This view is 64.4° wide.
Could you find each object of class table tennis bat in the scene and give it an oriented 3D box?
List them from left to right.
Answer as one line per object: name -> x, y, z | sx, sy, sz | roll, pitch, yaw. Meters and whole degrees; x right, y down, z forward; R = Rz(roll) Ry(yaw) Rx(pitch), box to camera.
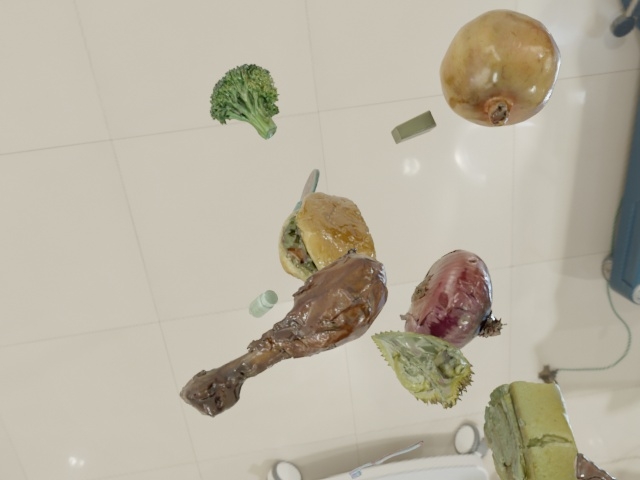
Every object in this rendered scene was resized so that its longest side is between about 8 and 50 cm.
table tennis bat -> -0.054, -0.132, 1.694 | 0.040, 0.153, 0.244 | 19, 132, -13

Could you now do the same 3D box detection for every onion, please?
onion -> 0.407, 0.208, 1.518 | 0.285, 0.347, 0.347 | 29, 106, 6

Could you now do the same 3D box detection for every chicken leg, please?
chicken leg -> -0.043, 0.123, 0.621 | 0.304, 0.113, 0.093 | -37, 89, 10

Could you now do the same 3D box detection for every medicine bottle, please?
medicine bottle -> -0.146, 0.162, 1.303 | 0.047, 0.047, 0.083 | 33, 133, -17

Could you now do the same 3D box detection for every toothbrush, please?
toothbrush -> 0.146, 0.489, 1.137 | 0.193, 0.013, 0.019 | -33, 85, 16

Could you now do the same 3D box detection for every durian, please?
durian -> 0.270, 0.313, 1.263 | 0.172, 0.306, 0.166 | -43, 119, 0

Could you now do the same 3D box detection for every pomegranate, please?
pomegranate -> 0.396, -0.364, 1.131 | 0.252, 0.229, 0.270 | 23, 62, -5

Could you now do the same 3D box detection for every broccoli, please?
broccoli -> -0.181, -0.350, 1.342 | 0.194, 0.220, 0.194 | 7, 105, 26

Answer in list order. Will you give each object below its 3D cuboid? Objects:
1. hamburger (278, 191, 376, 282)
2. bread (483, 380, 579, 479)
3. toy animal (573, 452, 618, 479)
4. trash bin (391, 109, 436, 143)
hamburger -> -0.003, 0.001, 1.259 | 0.209, 0.330, 0.162 | 6, 133, -32
bread -> 0.423, 0.401, 1.019 | 0.124, 0.257, 0.186 | 5, 120, -2
toy animal -> 0.281, 0.175, 0.326 | 0.275, 0.054, 0.149 | -25, 81, 12
trash bin -> 0.222, -0.271, 1.223 | 0.092, 0.061, 0.043 | -23, 90, -7
